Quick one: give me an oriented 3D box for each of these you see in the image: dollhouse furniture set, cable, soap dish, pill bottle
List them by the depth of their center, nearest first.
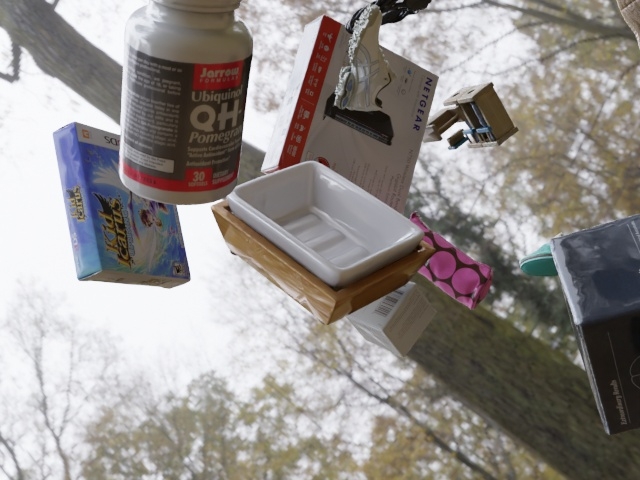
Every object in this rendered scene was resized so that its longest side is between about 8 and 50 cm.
[{"bbox_3d":[-0.186,-0.224,1.239,0.176,0.176,0.319,-17,-51,-39],"label":"pill bottle"},{"bbox_3d":[0.000,0.000,1.432,0.229,0.291,0.118,-24,-42,-39],"label":"soap dish"},{"bbox_3d":[0.115,-0.425,1.659,0.184,0.150,0.047,-25,-81,-34],"label":"cable"},{"bbox_3d":[0.312,-0.245,1.993,0.183,0.129,0.129,-38,-74,-17],"label":"dollhouse furniture set"}]

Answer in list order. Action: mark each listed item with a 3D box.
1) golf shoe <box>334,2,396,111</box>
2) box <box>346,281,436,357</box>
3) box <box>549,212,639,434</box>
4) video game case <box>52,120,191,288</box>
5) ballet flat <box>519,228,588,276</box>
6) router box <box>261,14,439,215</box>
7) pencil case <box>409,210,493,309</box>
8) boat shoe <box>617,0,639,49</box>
[{"bbox_3d":[0.080,-0.276,1.367,0.086,0.069,0.176,13,-49,-4],"label":"golf shoe"},{"bbox_3d":[0.118,0.122,1.501,0.101,0.102,0.087,-52,-51,-16],"label":"box"},{"bbox_3d":[0.613,0.110,1.456,0.395,0.212,0.293,-17,-51,12],"label":"box"},{"bbox_3d":[-0.346,-0.056,1.582,0.061,0.270,0.244,-21,-15,26],"label":"video game case"},{"bbox_3d":[0.542,0.022,1.908,0.083,0.247,0.087,39,-121,-30],"label":"ballet flat"},{"bbox_3d":[0.068,-0.244,1.838,0.301,0.082,0.336,21,-104,-26],"label":"router box"},{"bbox_3d":[0.236,0.037,1.717,0.098,0.209,0.095,-59,-14,19],"label":"pencil case"},{"bbox_3d":[0.628,-0.420,1.657,0.092,0.102,0.285,-14,-97,-50],"label":"boat shoe"}]
